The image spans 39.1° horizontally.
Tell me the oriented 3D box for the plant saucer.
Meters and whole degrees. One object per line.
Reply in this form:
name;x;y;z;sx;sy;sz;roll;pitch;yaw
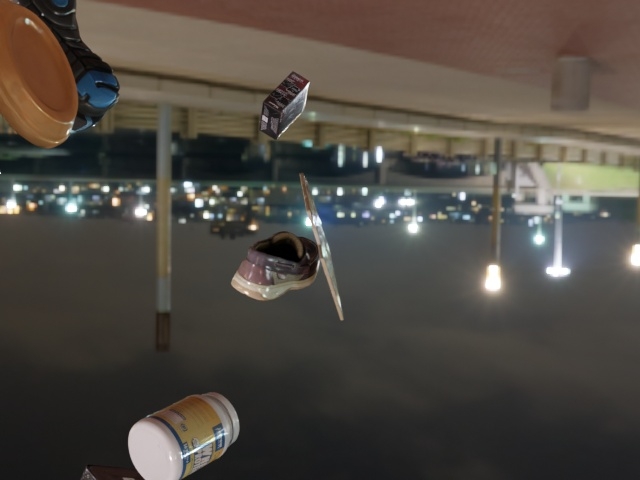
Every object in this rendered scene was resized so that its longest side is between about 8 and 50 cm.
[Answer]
plant saucer;-0.367;-0.217;1.148;0.037;0.200;0.200;-18;179;13

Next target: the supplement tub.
supplement tub;-0.279;0.405;1.863;0.144;0.144;0.199;4;-165;38

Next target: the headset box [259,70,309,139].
headset box;-0.049;-0.192;1.269;0.032;0.083;0.062;33;148;12

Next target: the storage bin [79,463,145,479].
storage bin;-0.434;0.561;1.971;0.180;0.084;0.122;21;-174;-47

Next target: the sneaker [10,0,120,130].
sneaker;-0.497;-0.360;1.658;0.125;0.341;0.139;-21;171;-38

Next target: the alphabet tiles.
alphabet tiles;0.000;0.000;1.669;0.009;0.237;0.198;-15;-141;4

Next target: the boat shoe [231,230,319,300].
boat shoe;-0.063;0.031;1.630;0.102;0.092;0.285;30;-159;16
